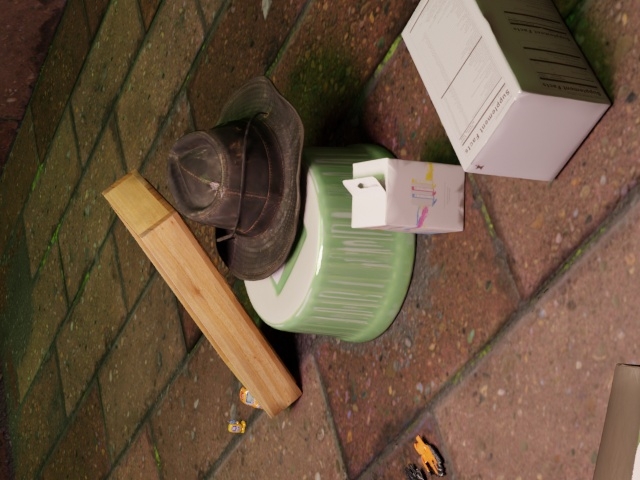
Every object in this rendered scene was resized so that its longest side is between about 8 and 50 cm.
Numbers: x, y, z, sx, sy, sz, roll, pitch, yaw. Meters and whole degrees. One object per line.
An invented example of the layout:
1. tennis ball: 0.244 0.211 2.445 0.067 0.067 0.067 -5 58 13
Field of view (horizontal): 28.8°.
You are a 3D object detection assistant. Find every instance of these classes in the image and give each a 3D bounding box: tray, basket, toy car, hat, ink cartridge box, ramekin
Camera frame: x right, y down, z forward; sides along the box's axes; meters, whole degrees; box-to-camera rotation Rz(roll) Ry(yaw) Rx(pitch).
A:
1. tray: -0.186 0.087 2.005 0.411 0.076 0.203 57 170 -33
2. basket: 0.341 0.238 1.213 0.204 0.154 0.227 -1 82 60
3. toy car: -0.131 0.301 2.178 0.060 0.040 0.122 52 131 50
4. hat: -0.149 -0.096 1.849 0.331 0.134 0.331 -9 80 61
5. ink cartridge box: 0.109 -0.058 1.670 0.092 0.143 0.090 -6 81 61
6. ramekin: 0.000 0.000 1.857 0.303 0.148 0.303 -12 77 61

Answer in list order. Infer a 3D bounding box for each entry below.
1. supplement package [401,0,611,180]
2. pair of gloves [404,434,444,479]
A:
1. supplement package: 0.217 -0.207 1.498 0.139 0.133 0.244 -58 39 41
2. pair of gloves: 0.142 0.317 1.706 0.074 0.010 0.083 53 135 48
